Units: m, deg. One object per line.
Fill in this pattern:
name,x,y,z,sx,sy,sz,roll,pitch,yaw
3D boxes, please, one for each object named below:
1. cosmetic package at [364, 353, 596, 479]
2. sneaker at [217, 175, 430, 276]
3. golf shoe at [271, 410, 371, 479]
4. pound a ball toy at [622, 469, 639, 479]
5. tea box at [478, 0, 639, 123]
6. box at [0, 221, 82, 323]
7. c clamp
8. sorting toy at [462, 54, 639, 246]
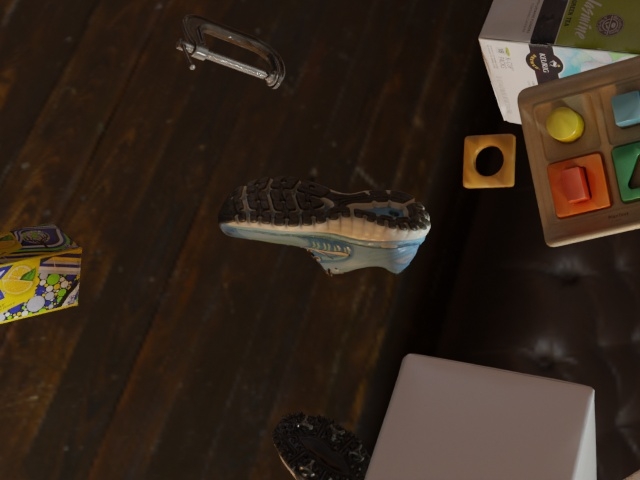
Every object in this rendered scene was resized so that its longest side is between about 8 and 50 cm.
cosmetic package,0.104,0.237,0.793,0.225,0.138,0.224,71,34,-50
sneaker,0.000,0.000,0.895,0.063,0.162,0.073,-88,-172,-53
golf shoe,0.031,0.250,1.151,0.198,0.094,0.077,35,56,12
pound a ball toy,0.467,0.310,1.395,0.208,0.319,0.136,-6,60,-49
tea box,0.447,-0.342,1.699,0.329,0.323,0.220,-67,151,-22
box,-0.282,0.035,0.950,0.169,0.054,0.059,-14,125,-40
c clamp,-0.104,-0.216,1.367,0.160,0.022,0.137,12,34,-35
sorting toy,0.316,-0.104,1.301,0.047,0.347,0.196,15,64,-61
